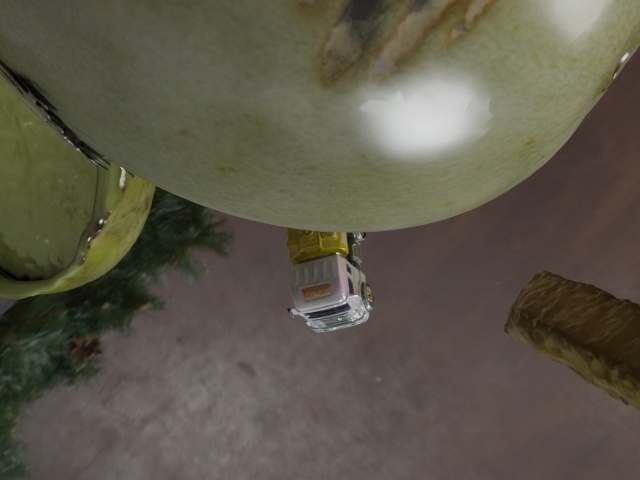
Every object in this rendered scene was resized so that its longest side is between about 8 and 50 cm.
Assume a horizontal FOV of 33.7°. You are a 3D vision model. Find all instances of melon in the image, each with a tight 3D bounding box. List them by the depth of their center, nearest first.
[{"bbox_3d":[-0.026,-0.149,0.414,0.330,0.268,0.268,34,89,12],"label":"melon"}]

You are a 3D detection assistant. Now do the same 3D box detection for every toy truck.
[{"bbox_3d":[0.000,0.000,1.405,0.098,0.114,0.226,-14,65,18],"label":"toy truck"}]

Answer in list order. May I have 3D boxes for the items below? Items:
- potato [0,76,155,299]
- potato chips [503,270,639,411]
[{"bbox_3d":[-0.275,-0.094,1.141,0.330,0.213,0.280,2,104,32],"label":"potato"},{"bbox_3d":[0.204,0.080,0.639,0.057,0.407,0.080,-45,114,-6],"label":"potato chips"}]
